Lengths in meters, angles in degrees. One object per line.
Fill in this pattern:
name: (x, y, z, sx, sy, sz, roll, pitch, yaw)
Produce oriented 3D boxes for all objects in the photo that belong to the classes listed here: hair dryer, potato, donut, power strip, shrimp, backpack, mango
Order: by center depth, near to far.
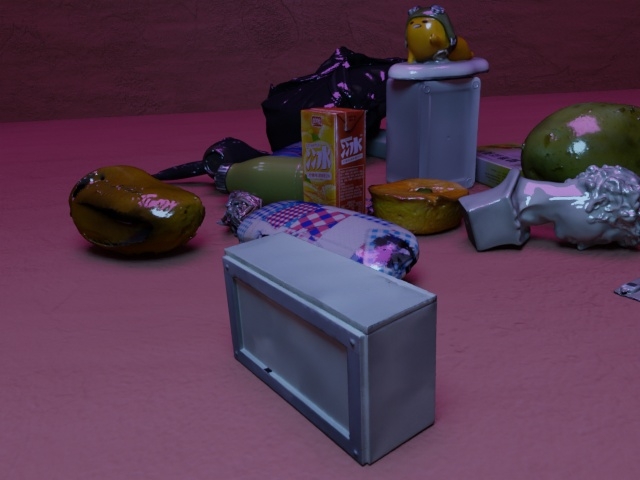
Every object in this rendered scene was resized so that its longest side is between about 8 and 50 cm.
mango: (-0.310, -0.052, 0.927, 0.248, 0.156, 0.151, 4, -14, 24)
potato: (0.517, -0.149, 0.995, 0.304, 0.216, 0.216, 1, 17, -26)
donut: (0.179, -0.064, 0.998, 0.174, 0.075, 0.190, 9, 19, 33)
shrimp: (-0.146, -0.049, 1.011, 0.073, 0.075, 0.190, 25, 25, -18)
hair dryer: (-0.314, -0.189, 1.409, 0.359, 0.120, 0.303, -7, 10, 15)
backpack: (0.059, -0.412, 1.592, 0.363, 0.255, 0.445, 14, 42, 41)
power strip: (0.182, -0.289, 1.616, 0.091, 0.063, 0.385, -23, 26, -23)

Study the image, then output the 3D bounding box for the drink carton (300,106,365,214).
drink carton: (0.022, -0.108, 0.919, 0.070, 0.223, 0.096, -16, 24, -35)

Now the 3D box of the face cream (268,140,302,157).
face cream: (-0.072, -0.181, 1.335, 0.148, 0.083, 0.264, 2, 21, 16)

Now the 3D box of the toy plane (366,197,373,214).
toy plane: (0.120, -0.072, 1.088, 0.083, 0.031, 0.078, -21, 42, -35)

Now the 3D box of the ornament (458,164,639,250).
ornament: (0.364, -0.055, 0.862, 0.284, 0.130, 0.120, 1, 25, 14)

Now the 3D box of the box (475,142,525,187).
box: (0.450, -0.173, 1.270, 0.175, 0.062, 0.260, -9, 22, -15)

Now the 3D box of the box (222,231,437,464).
box: (-0.002, 0.087, 0.525, 0.086, 0.130, 0.225, -18, 25, -34)

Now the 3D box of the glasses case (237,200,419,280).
glasses case: (0.000, 0.000, 0.824, 0.125, 0.076, 0.327, -34, 35, -33)

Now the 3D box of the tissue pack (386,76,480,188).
tissue pack: (0.248, -0.239, 1.210, 0.159, 0.246, 0.136, -10, 22, -22)

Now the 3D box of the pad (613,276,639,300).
pad: (0.520, 0.079, 0.649, 0.159, 0.009, 0.265, -16, 24, -32)

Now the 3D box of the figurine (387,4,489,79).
figurine: (0.254, -0.420, 1.148, 0.249, 0.141, 0.166, -19, 26, -36)

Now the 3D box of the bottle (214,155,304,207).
bottle: (-0.097, -0.120, 1.130, 0.260, 0.112, 0.112, 7, 22, 25)
